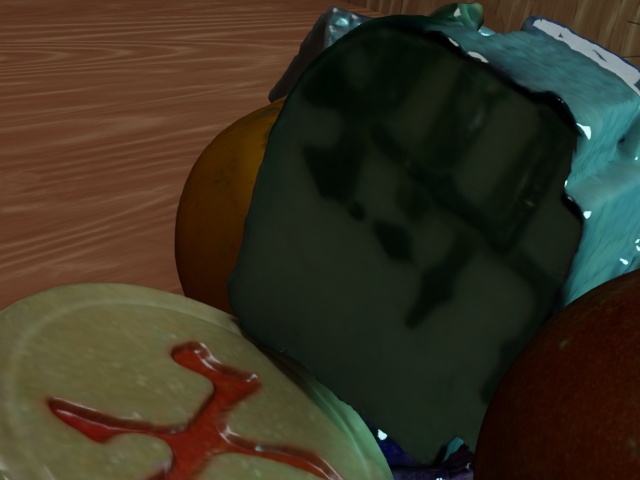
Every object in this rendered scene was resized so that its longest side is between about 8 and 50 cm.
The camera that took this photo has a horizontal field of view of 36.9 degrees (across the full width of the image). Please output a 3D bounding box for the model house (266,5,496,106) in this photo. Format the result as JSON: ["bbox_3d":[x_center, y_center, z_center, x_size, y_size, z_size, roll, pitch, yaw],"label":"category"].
[{"bbox_3d":[0.072,-0.163,1.318,0.360,0.339,0.297,11,22,-25],"label":"model house"}]

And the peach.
[{"bbox_3d":[0.206,0.122,0.492,0.252,0.253,0.252,10,23,-4],"label":"peach"}]

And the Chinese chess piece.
[{"bbox_3d":[-0.108,0.174,0.659,0.338,0.141,0.338,25,25,-13],"label":"Chinese chess piece"}]

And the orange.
[{"bbox_3d":[0.000,0.000,1.006,0.312,0.312,0.312,10,23,-4],"label":"orange"}]

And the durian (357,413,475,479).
[{"bbox_3d":[0.089,0.160,0.903,0.260,0.154,0.186,4,2,-11],"label":"durian"}]

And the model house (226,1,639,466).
[{"bbox_3d":[0.150,-0.031,0.734,0.329,0.295,0.251,-16,43,-42],"label":"model house"}]
